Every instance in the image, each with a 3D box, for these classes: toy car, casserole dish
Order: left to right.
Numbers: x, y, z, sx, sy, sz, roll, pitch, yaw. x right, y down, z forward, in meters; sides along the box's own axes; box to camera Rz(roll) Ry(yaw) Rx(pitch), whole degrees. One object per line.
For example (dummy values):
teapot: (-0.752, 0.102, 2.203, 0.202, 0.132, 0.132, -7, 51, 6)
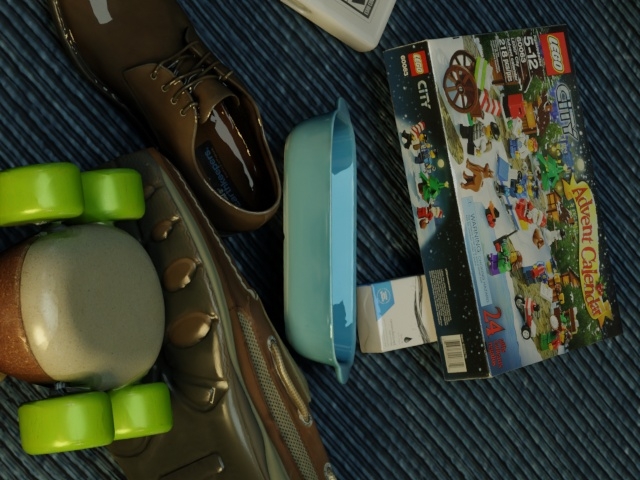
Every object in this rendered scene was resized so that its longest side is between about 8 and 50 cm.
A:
toy car: (-0.197, 0.047, 1.078, 0.149, 0.188, 0.155, 2, 80, -70)
casserole dish: (0.000, 0.000, 1.235, 0.037, 0.114, 0.188, 0, 86, 9)

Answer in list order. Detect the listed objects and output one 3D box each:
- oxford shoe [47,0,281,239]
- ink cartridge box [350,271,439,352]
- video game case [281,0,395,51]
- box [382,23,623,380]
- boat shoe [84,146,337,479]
oxford shoe: (-0.090, -0.107, 1.186, 0.083, 0.096, 0.227, -41, 105, -26)
ink cartridge box: (0.066, 0.048, 1.307, 0.083, 0.028, 0.048, -10, 91, -32)
video game case: (-0.005, -0.277, 1.294, 0.206, 0.026, 0.227, 31, 72, -26)
box: (0.132, -0.031, 1.325, 0.159, 0.044, 0.233, -13, 93, -45)
boat shoe: (-0.069, 0.101, 1.181, 0.120, 0.122, 0.324, -14, 84, -64)
